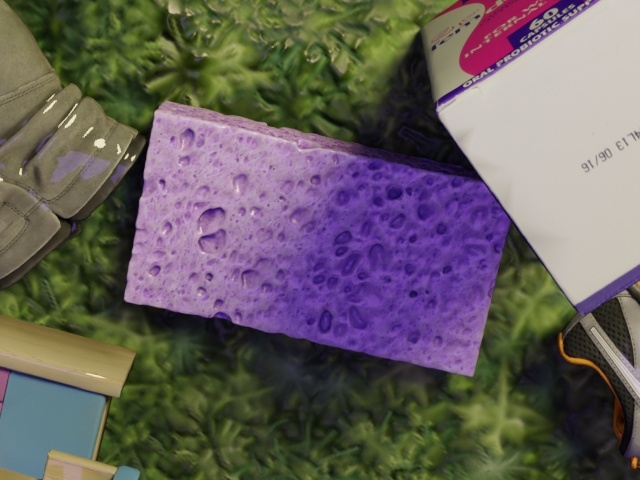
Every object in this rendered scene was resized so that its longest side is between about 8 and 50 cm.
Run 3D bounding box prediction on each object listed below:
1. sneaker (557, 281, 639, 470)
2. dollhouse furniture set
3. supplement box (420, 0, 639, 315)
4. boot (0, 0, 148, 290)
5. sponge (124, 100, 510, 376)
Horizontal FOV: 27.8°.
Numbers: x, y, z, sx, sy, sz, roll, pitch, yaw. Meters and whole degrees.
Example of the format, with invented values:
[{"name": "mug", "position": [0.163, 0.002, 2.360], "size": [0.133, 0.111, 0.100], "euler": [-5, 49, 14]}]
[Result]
[{"name": "sneaker", "position": [0.214, 0.113, 0.746], "size": [0.083, 0.084, 0.215], "euler": [-28, 95, 14]}, {"name": "dollhouse furniture set", "position": [-0.254, 0.170, 0.664], "size": [0.286, 0.303, 0.198], "euler": [15, 107, -2]}, {"name": "supplement box", "position": [0.124, -0.072, 0.614], "size": [0.111, 0.220, 0.114], "euler": [-34, 102, 12]}, {"name": "boot", "position": [-0.229, -0.026, 0.721], "size": [0.246, 0.083, 0.161], "euler": [-35, 109, 14]}, {"name": "sponge", "position": [0.000, 0.000, 0.740], "size": [0.210, 0.031, 0.117], "euler": [12, 108, -1]}]
